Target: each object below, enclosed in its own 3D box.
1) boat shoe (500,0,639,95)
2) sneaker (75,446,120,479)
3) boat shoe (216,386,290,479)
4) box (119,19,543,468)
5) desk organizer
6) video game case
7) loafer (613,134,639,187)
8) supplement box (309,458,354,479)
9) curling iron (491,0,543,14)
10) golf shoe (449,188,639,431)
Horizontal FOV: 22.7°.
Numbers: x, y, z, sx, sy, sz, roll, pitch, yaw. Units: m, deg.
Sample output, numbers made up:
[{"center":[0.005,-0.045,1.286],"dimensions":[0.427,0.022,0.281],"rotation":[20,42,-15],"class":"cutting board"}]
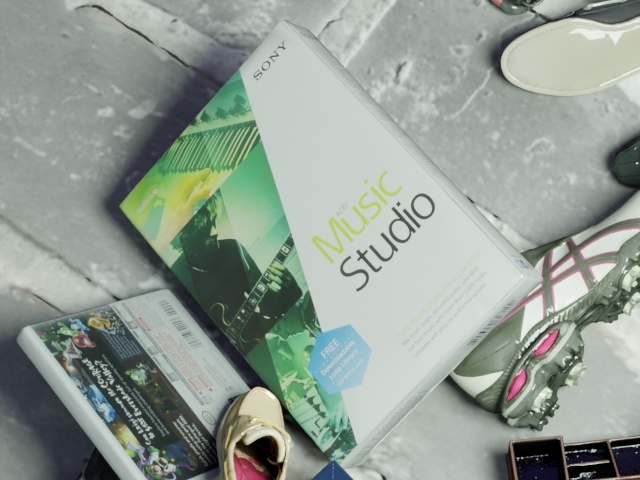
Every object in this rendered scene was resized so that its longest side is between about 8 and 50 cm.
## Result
[{"center":[0.268,-0.188,1.488],"dimensions":[0.206,0.075,0.065],"rotation":[-13,24,4],"class":"boat shoe"},{"center":[-0.219,0.233,1.319],"dimensions":[0.269,0.101,0.153],"rotation":[10,68,2],"class":"sneaker"},{"center":[-0.050,0.174,1.281],"dimensions":[0.063,0.059,0.170],"rotation":[28,34,-14],"class":"boat shoe"},{"center":[0.000,0.000,1.368],"dimensions":[0.232,0.058,0.322],"rotation":[-48,67,14],"class":"box"},{"center":[0.222,0.187,1.326],"dimensions":[0.130,0.050,0.047],"rotation":[-6,67,2],"class":"desk organizer"},{"center":[-0.137,0.129,1.336],"dimensions":[0.173,0.022,0.190],"rotation":[-15,57,-50],"class":"video game case"},{"center":[0.345,-0.093,1.440],"dimensions":[0.170,0.062,0.061],"rotation":[-16,28,5],"class":"loafer"},{"center":[0.002,0.235,1.304],"dimensions":[0.083,0.083,0.056],"rotation":[-41,71,-12],"class":"supplement box"},{"center":[0.113,-0.309,1.553],"dimensions":[0.274,0.035,0.068],"rotation":[38,71,17],"class":"curling iron"},{"center":[0.213,0.030,1.368],"dimensions":[0.120,0.105,0.273],"rotation":[36,74,25],"class":"golf shoe"}]
